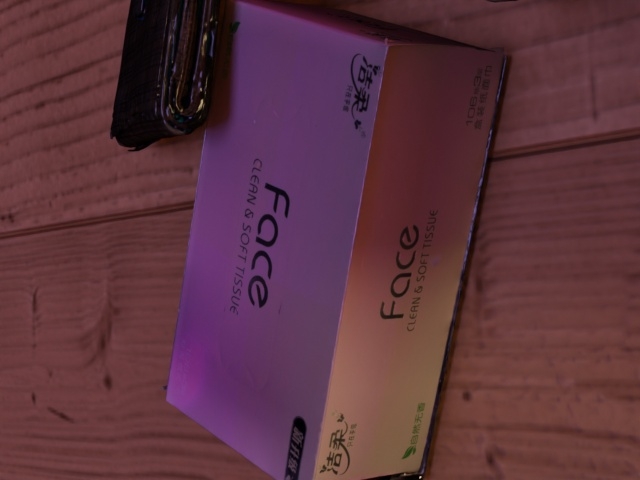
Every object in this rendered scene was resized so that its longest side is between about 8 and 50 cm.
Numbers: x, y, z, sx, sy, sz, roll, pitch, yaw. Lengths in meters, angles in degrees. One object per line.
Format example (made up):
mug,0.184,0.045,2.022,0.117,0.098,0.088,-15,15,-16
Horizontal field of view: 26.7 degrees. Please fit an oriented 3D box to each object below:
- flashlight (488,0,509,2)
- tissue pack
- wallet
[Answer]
flashlight,0.102,-0.325,0.620,0.103,0.103,0.424,-5,86,49
tissue pack,0.000,0.000,0.749,0.148,0.092,0.246,25,111,48
wallet,-0.096,-0.120,0.830,0.230,0.042,0.124,-175,93,-77
